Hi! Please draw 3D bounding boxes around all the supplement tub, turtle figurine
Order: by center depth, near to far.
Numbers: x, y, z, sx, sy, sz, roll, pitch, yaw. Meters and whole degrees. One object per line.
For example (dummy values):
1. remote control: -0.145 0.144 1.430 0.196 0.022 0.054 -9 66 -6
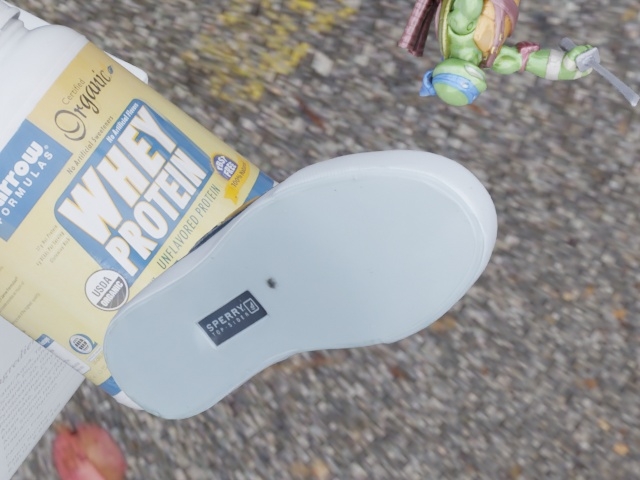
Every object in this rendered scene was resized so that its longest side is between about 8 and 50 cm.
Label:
1. supplement tub: -0.129 -0.021 0.932 0.200 0.144 0.144 37 90 -8
2. turtle figurine: 0.220 -0.257 1.761 0.198 0.275 0.266 24 65 -19

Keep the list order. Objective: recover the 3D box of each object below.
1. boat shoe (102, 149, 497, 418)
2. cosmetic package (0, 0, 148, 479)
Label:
1. boat shoe: 0.000 0.000 0.634 0.065 0.183 0.083 54 43 -10
2. cosmetic package: -0.388 -0.011 1.800 0.329 0.393 0.327 28 59 13
